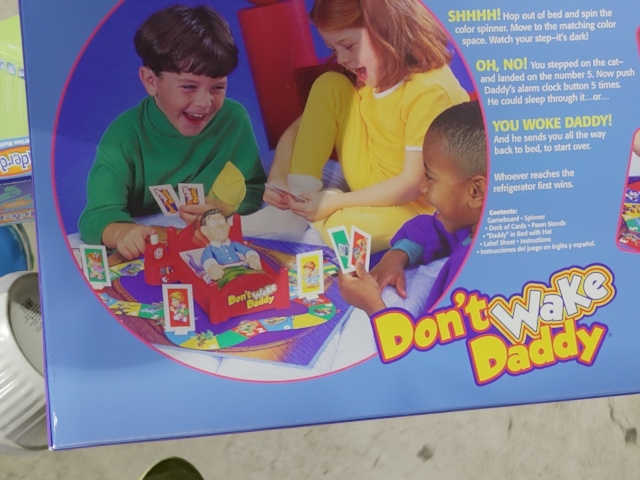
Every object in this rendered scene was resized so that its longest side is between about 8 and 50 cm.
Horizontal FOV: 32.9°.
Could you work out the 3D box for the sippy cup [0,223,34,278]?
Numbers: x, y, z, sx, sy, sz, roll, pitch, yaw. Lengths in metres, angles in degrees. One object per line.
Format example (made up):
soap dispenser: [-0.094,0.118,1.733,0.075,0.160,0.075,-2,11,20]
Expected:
sippy cup: [-0.538,0.034,1.633,0.305,0.224,0.240,27,81,-21]

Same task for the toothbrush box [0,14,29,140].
toothbrush box: [-0.383,-0.182,1.602,0.283,0.122,0.206,25,126,21]

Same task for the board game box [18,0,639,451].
board game box: [0.046,-0.043,0.496,0.347,0.078,0.234,-3,96,-10]

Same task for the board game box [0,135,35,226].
board game box: [-0.347,-0.061,1.199,0.160,0.210,0.047,-11,81,-22]

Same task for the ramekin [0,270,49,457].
ramekin: [-0.333,0.133,1.247,0.109,0.207,0.207,-34,81,23]

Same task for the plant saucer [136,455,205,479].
plant saucer: [-0.192,0.385,1.315,0.037,0.241,0.241,-8,87,21]
